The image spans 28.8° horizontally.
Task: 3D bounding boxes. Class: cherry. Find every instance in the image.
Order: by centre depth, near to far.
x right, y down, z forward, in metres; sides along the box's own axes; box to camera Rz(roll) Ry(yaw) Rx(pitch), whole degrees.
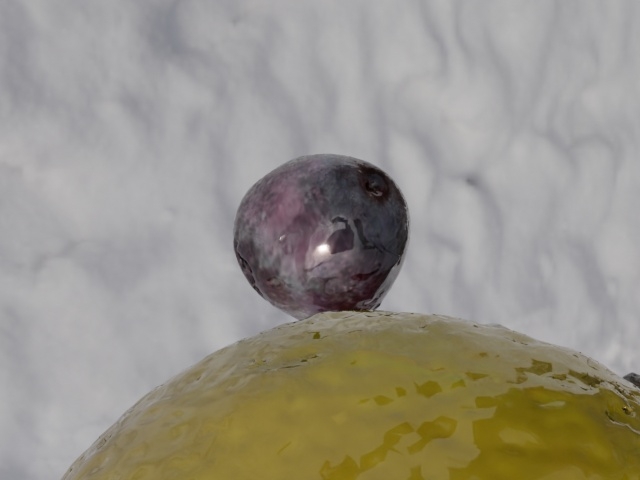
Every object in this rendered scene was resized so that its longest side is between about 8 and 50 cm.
[{"bbox_3d":[0.006,-0.007,1.350,0.195,0.195,0.195,-9,100,-59],"label":"cherry"}]

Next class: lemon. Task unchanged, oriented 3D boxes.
[{"bbox_3d":[0.020,0.189,0.469,0.336,0.336,0.336,-9,100,-59],"label":"lemon"}]

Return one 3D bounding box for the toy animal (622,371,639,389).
[{"bbox_3d":[0.311,0.120,0.733,0.087,0.260,0.243,-22,142,-53],"label":"toy animal"}]
